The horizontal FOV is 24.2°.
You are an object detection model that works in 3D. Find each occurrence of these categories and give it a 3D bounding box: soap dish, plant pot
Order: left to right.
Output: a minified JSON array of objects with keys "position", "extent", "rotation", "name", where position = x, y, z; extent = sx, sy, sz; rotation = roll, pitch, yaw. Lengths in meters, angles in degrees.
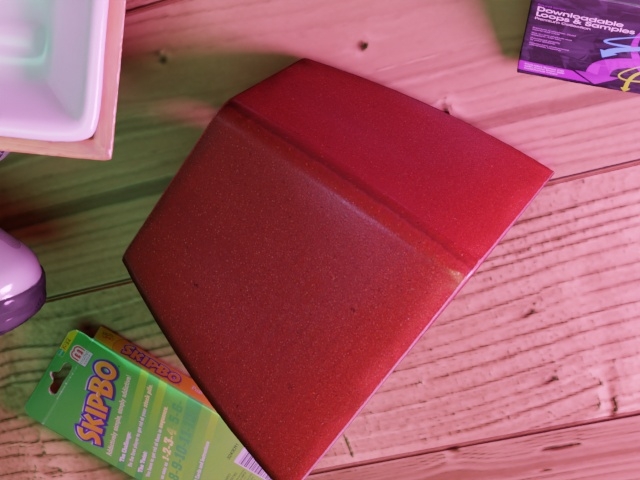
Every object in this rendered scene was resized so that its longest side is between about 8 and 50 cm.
[{"position":[-0.268,-0.220,1.194],"extent":[0.229,0.118,0.290],"rotation":[5,96,-6],"name":"soap dish"},{"position":[0.000,0.000,1.250],"extent":[0.236,0.267,0.267],"rotation":[40,118,6],"name":"plant pot"}]

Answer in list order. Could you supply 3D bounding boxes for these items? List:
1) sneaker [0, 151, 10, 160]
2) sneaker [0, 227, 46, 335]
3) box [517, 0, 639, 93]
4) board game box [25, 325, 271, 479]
[{"position":[-0.286,-0.177,1.295],"extent":[0.090,0.095,0.235],"rotation":[6,116,10],"name":"sneaker"},{"position":[-0.438,-0.087,1.307],"extent":[0.448,0.169,0.257],"rotation":[20,119,13],"name":"sneaker"},{"position":[0.219,-0.165,1.177],"extent":[0.116,0.029,0.162],"rotation":[11,163,7],"name":"box"},{"position":[-0.158,0.188,1.489],"extent":[0.259,0.039,0.124],"rotation":[30,118,-8],"name":"board game box"}]
